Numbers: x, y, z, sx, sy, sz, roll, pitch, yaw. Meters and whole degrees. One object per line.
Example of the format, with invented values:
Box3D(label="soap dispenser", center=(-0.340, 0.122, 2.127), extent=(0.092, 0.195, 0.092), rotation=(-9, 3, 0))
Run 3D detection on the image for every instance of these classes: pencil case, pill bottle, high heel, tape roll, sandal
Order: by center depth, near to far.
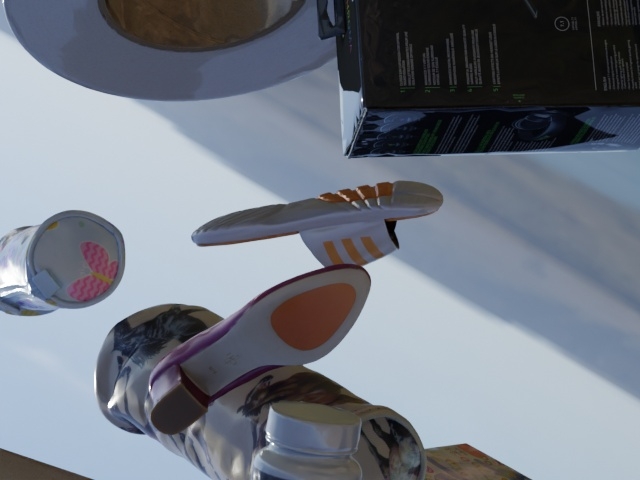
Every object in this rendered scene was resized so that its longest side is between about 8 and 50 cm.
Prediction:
Box3D(label="pill bottle", center=(-0.013, 0.187, 1.299), extent=(0.078, 0.137, 0.078), rotation=(8, -174, -1))
Box3D(label="high heel", center=(-0.056, 0.086, 1.706), extent=(0.082, 0.244, 0.117), rotation=(46, -168, -14))
Box3D(label="tape roll", center=(-0.115, -0.266, 1.775), extent=(0.392, 0.392, 0.072), rotation=(28, -135, -48))
Box3D(label="sandal", center=(0.002, -0.003, 1.872), extent=(0.265, 0.076, 0.102), rotation=(-9, -166, 18))
Box3D(label="pencil case", center=(-0.071, 0.191, 1.925), extent=(0.410, 0.160, 0.183), rotation=(23, 141, 48))
Box3D(label="pencil case", center=(-0.317, 0.030, 2.182), extent=(0.273, 0.124, 0.113), rotation=(-13, 100, 67))

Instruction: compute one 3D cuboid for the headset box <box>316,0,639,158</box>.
Box3D(label="headset box", center=(0.139, -0.204, 1.596), extent=(0.283, 0.246, 0.131), rotation=(-2, 164, -8))

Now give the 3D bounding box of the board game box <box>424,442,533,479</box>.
Box3D(label="board game box", center=(0.238, 0.362, 2.282), extent=(0.302, 0.086, 0.308), rotation=(27, -172, 23))

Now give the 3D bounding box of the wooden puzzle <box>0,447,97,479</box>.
Box3D(label="wooden puzzle", center=(-0.255, 0.396, 1.780), extent=(0.322, 0.348, 0.080), rotation=(16, -160, 15))
